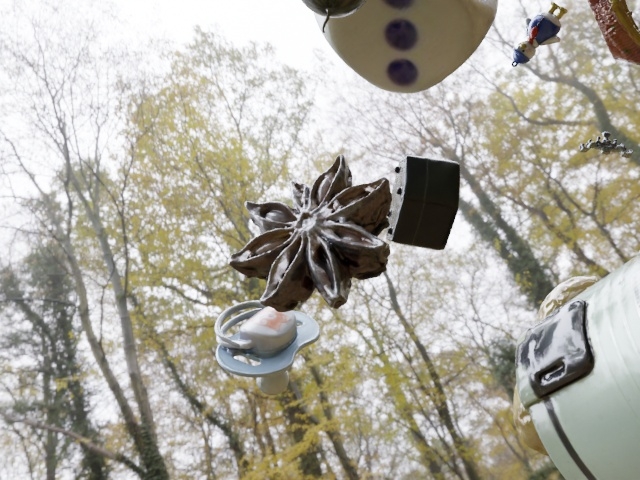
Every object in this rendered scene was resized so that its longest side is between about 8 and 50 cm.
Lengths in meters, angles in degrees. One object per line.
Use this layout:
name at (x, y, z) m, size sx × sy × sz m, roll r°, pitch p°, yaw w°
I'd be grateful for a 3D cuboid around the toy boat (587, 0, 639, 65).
toy boat at (0.538, -0.429, 0.890) m, size 0.099 × 0.318 × 0.141 m, roll -27°, pitch 6°, yaw 38°

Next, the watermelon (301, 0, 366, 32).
watermelon at (0.014, -0.313, 0.594) m, size 0.105 × 0.105 × 0.133 m, roll 5°, pitch -92°, yaw -31°

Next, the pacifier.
pacifier at (-0.141, 0.297, 1.298) m, size 0.299 × 0.244 × 0.233 m, roll -33°, pitch -56°, yaw -53°

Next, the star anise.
star anise at (0.000, -0.001, 0.683) m, size 0.223 × 0.236 × 0.109 m, roll -10°, pitch -38°, yaw 27°

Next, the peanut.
peanut at (0.521, 0.260, 1.042) m, size 0.192 × 0.169 × 0.387 m, roll 17°, pitch -91°, yaw -62°

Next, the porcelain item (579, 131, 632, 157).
porcelain item at (0.809, -0.277, 1.407) m, size 0.136 × 0.075 × 0.021 m, roll 10°, pitch -22°, yaw 11°

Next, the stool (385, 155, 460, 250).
stool at (0.236, -0.089, 1.171) m, size 0.141 × 0.232 × 0.232 m, roll 11°, pitch -48°, yaw 1°

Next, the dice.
dice at (0.175, -0.521, 1.036) m, size 0.304 × 0.304 × 0.277 m, roll 29°, pitch -40°, yaw -27°

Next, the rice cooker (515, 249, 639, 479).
rice cooker at (0.296, 0.118, 0.401) m, size 0.226 × 0.226 × 0.244 m, roll -2°, pitch -31°, yaw -25°

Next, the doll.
doll at (0.459, -0.433, 1.058) m, size 0.057 × 0.099 × 0.143 m, roll 4°, pitch -47°, yaw -45°
